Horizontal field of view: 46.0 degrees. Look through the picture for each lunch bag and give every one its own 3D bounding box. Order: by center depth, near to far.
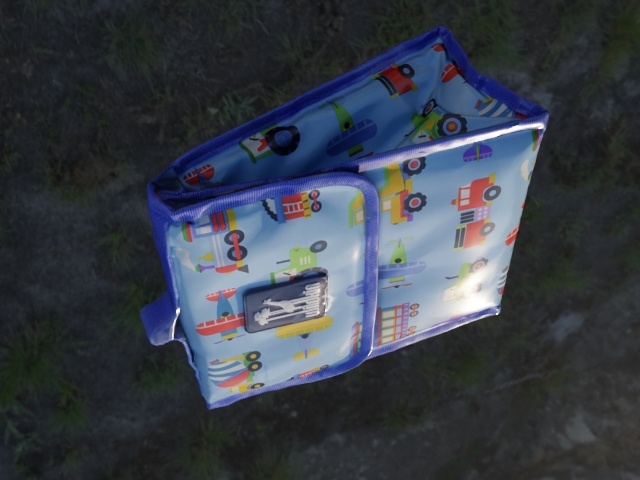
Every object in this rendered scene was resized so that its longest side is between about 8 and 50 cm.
[{"bbox_3d":[0.000,0.000,0.578,0.293,0.138,0.221,-23,141,-18],"label":"lunch bag"}]
